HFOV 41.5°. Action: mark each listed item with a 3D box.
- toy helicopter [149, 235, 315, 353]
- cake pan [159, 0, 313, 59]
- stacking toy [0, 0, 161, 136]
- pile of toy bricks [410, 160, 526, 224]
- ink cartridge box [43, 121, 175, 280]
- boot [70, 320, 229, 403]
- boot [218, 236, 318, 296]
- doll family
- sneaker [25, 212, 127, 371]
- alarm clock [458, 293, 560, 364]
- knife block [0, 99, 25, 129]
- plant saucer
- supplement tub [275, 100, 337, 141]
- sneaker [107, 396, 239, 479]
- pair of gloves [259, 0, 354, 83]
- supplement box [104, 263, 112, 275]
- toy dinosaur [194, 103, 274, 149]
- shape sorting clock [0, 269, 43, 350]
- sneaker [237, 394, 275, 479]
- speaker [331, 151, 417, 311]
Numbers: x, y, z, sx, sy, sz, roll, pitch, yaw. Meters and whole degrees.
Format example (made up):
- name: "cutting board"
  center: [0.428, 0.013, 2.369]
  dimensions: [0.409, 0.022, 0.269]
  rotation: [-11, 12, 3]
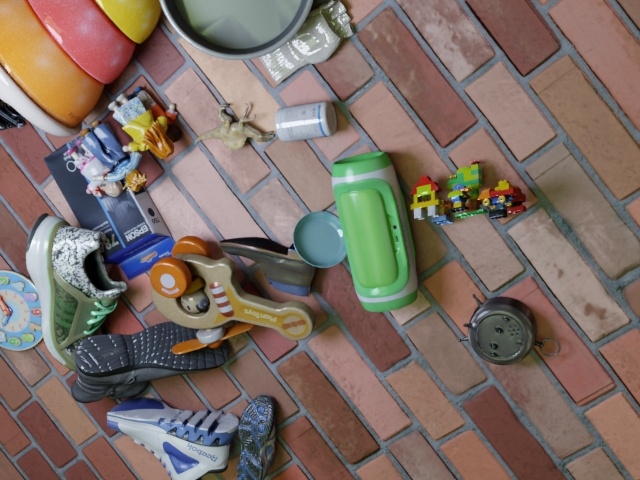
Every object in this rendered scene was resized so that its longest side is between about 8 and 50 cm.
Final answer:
- name: "toy helicopter"
  center: [-0.186, 0.148, 1.759]
  dimensions: [0.355, 0.140, 0.235]
  rotation: [14, 117, 9]
- name: "cake pan"
  center: [-0.154, -0.482, 1.557]
  dimensions: [0.293, 0.054, 0.293]
  rotation: [0, 104, 0]
- name: "stacking toy"
  center: [-0.431, -0.461, 1.655]
  dimensions: [0.480, 0.350, 0.350]
  rotation: [-34, 93, 5]
- name: "pile of toy bricks"
  center: [0.282, -0.098, 1.586]
  dimensions: [0.212, 0.118, 0.105]
  rotation: [-10, 74, 37]
- name: "ink cartridge box"
  center: [-0.459, -0.076, 1.859]
  dimensions: [0.165, 0.065, 0.332]
  rotation: [-27, 96, 23]
- name: "boot"
  center: [-0.387, 0.280, 1.903]
  dimensions: [0.338, 0.118, 0.222]
  rotation: [1, 150, -15]
- name: "boot"
  center: [-0.111, 0.055, 1.765]
  dimensions: [0.219, 0.082, 0.106]
  rotation: [8, 105, 15]
- name: "doll family"
  center: [-0.398, -0.191, 1.735]
  dimensions: [0.263, 0.118, 0.163]
  rotation: [-43, 93, 1]
- name: "sneaker"
  center: [-0.512, 0.136, 1.858]
  dimensions: [0.182, 0.158, 0.410]
  rotation: [4, 125, 15]
- name: "alarm clock"
  center: [0.373, 0.185, 1.649]
  dimensions: [0.192, 0.064, 0.129]
  rotation: [16, 110, 11]
- name: "knife block"
  center: [-0.719, -0.372, 1.847]
  dimensions: [0.242, 0.088, 0.275]
  rotation: [-12, 101, 21]
- name: "plant saucer"
  center: [0.000, 0.000, 1.712]
  dimensions: [0.119, 0.119, 0.021]
  rotation: [46, 157, 2]
- name: "supplement tub"
  center: [-0.027, -0.233, 1.657]
  dimensions: [0.107, 0.071, 0.071]
  rotation: [-5, 104, 21]
- name: "sneaker"
  center: [-0.343, 0.479, 1.940]
  dimensions: [0.316, 0.127, 0.182]
  rotation: [7, 102, 16]
- name: "pair of gloves"
  center: [-0.062, -0.445, 1.623]
  dimensions: [0.204, 0.042, 0.240]
  rotation: [-24, 97, 23]
- name: "supplement box"
  center: [-0.533, 0.056, 1.936]
  dimensions: [0.098, 0.036, 0.062]
  rotation: [30, 114, 8]
- name: "toy dinosaur"
  center: [-0.190, -0.231, 1.724]
  dimensions: [0.183, 0.053, 0.092]
  rotation: [1, 107, 19]
- name: "shape sorting clock"
  center: [-0.753, 0.171, 2.044]
  dimensions: [0.206, 0.040, 0.206]
  rotation: [6, 108, 18]
- name: "sneaker"
  center: [-0.140, 0.448, 1.897]
  dimensions: [0.080, 0.081, 0.211]
  rotation: [12, 92, 17]
- name: "speaker"
  center: [0.107, -0.017, 1.645]
  dimensions: [0.131, 0.131, 0.296]
  rotation: [-8, 103, 21]
